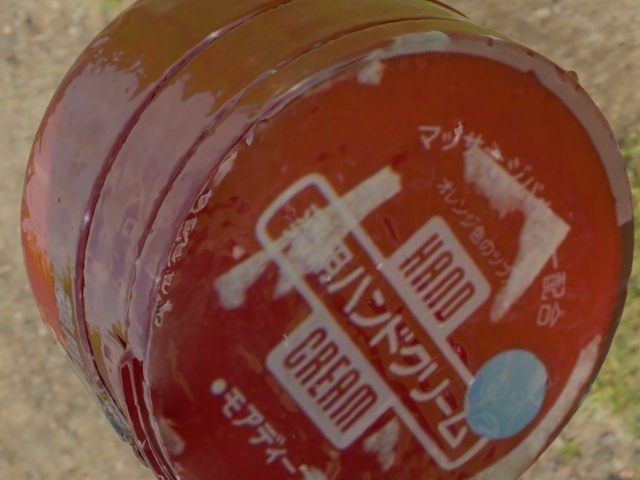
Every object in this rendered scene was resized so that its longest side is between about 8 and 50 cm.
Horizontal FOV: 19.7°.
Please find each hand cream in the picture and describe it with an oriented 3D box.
[{"bbox_3d":[0.000,0.000,0.753,0.149,0.230,0.230,42,133,53],"label":"hand cream"}]
